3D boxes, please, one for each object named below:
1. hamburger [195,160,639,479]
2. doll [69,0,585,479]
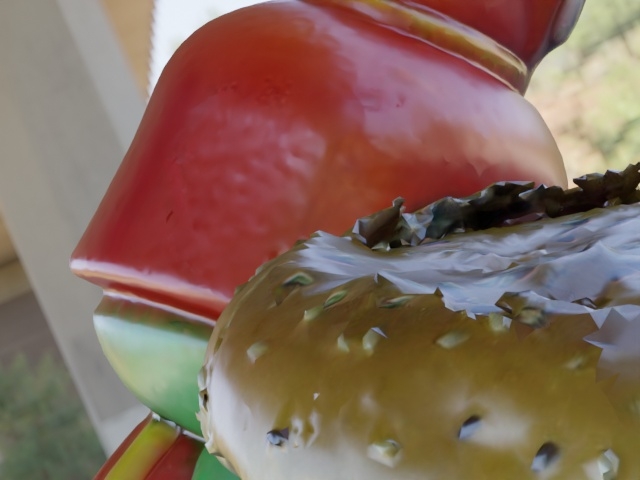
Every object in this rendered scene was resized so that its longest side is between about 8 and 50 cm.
[{"bbox_3d":[0.074,0.040,0.389,0.185,0.113,0.177,-7,3,31],"label":"hamburger"},{"bbox_3d":[0.001,0.001,0.704,0.182,0.160,0.363,27,-93,-80],"label":"doll"}]
